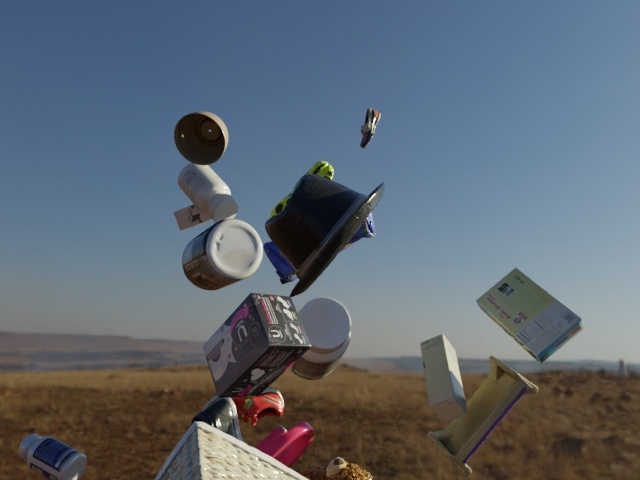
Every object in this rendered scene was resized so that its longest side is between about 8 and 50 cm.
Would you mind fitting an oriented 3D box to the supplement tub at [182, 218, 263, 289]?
[{"bbox_3d":[-0.325,0.054,1.997,0.193,0.194,0.316,7,-14,-26],"label":"supplement tub"}]

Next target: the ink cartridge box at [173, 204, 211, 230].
[{"bbox_3d":[-0.451,-0.113,2.442,0.190,0.082,0.139,-20,3,24],"label":"ink cartridge box"}]

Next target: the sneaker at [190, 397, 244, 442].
[{"bbox_3d":[-0.300,0.626,1.859,0.146,0.296,0.104,-11,-9,-46],"label":"sneaker"}]

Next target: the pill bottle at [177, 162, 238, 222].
[{"bbox_3d":[-0.390,-0.165,2.196,0.229,0.131,0.131,45,15,31],"label":"pill bottle"}]

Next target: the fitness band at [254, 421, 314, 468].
[{"bbox_3d":[-0.138,0.601,1.704,0.054,0.290,0.209,42,-21,27],"label":"fitness band"}]

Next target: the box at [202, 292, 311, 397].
[{"bbox_3d":[-0.171,0.270,1.610,0.142,0.163,0.247,11,-47,-44],"label":"box"}]

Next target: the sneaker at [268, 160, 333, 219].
[{"bbox_3d":[-0.061,-0.148,2.203,0.109,0.295,0.123,43,-5,-3],"label":"sneaker"}]

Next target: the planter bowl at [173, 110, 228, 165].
[{"bbox_3d":[-0.349,-0.323,1.909,0.162,0.162,0.109,-1,26,14],"label":"planter bowl"}]

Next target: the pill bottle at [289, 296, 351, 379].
[{"bbox_3d":[-0.010,0.333,2.112,0.204,0.204,0.361,3,-26,-7],"label":"pill bottle"}]

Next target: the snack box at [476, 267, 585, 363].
[{"bbox_3d":[0.689,0.242,2.085,0.060,0.187,0.322,52,-1,-38],"label":"snack box"}]

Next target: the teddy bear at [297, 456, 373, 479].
[{"bbox_3d":[-0.019,0.690,1.789,0.245,0.113,0.338,9,-27,-31],"label":"teddy bear"}]

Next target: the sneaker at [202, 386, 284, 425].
[{"bbox_3d":[-0.253,0.564,2.095,0.278,0.118,0.107,-4,-41,-21],"label":"sneaker"}]

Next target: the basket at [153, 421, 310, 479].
[{"bbox_3d":[-0.186,0.599,1.212,0.331,0.328,0.266,33,-2,-16],"label":"basket"}]

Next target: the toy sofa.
[{"bbox_3d":[0.542,0.579,2.047,0.177,0.363,0.150,41,-3,-22],"label":"toy sofa"}]

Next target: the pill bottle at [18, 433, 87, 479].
[{"bbox_3d":[-0.727,0.589,1.694,0.169,0.094,0.094,19,-5,18],"label":"pill bottle"}]

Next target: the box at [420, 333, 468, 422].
[{"bbox_3d":[0.409,0.457,2.093,0.094,0.275,0.113,-26,-58,21],"label":"box"}]

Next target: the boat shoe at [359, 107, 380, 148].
[{"bbox_3d":[0.143,-0.341,1.908,0.043,0.137,0.049,27,-21,-16],"label":"boat shoe"}]

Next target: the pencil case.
[{"bbox_3d":[0.000,0.000,1.636,0.306,0.133,0.119,-29,-38,8],"label":"pencil case"}]

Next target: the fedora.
[{"bbox_3d":[-0.011,-0.040,1.289,0.152,0.334,0.334,40,-13,0],"label":"fedora"}]
